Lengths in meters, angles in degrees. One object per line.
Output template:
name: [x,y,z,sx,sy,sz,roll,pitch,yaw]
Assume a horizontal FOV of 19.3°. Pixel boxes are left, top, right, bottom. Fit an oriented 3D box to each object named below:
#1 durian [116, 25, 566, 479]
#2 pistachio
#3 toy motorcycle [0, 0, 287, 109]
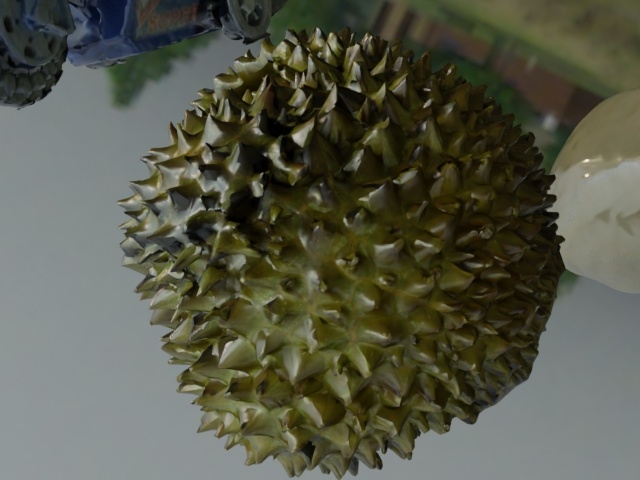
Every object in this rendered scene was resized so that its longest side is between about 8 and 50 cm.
durian: [0.007,-0.007,1.083,0.258,0.258,0.293,24,-156,-15]
pistachio: [0.255,-0.040,1.396,0.137,0.153,0.238,-21,-176,-30]
toy motorcycle: [-0.072,-0.117,0.661,0.076,0.114,0.205,-7,-167,33]
